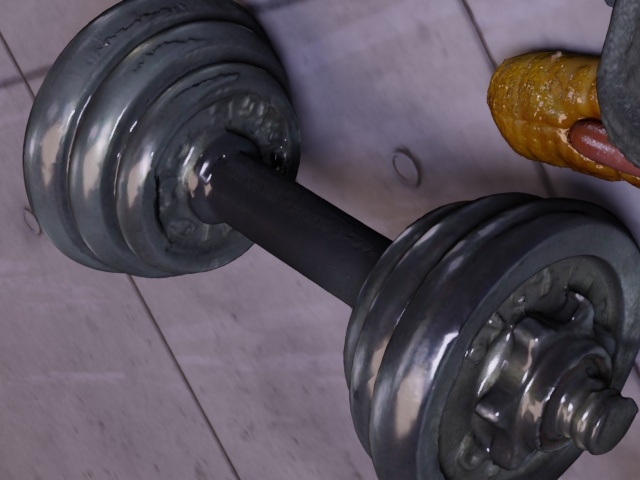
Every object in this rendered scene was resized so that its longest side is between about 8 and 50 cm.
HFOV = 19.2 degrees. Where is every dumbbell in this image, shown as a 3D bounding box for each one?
[{"bbox_3d":[0.000,0.000,0.991,0.406,0.179,0.179,32,143,38],"label":"dumbbell"}]

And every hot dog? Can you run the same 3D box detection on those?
[{"bbox_3d":[0.156,-0.047,0.864,0.215,0.047,0.066,21,133,44],"label":"hot dog"}]

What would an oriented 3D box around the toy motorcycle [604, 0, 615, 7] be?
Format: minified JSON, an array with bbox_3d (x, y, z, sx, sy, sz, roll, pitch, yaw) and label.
[{"bbox_3d":[0.122,-0.177,0.746,0.122,0.082,0.213,38,147,28],"label":"toy motorcycle"}]

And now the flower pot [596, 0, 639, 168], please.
[{"bbox_3d":[0.185,-0.058,0.640,0.229,0.108,0.103,-151,71,-75],"label":"flower pot"}]
